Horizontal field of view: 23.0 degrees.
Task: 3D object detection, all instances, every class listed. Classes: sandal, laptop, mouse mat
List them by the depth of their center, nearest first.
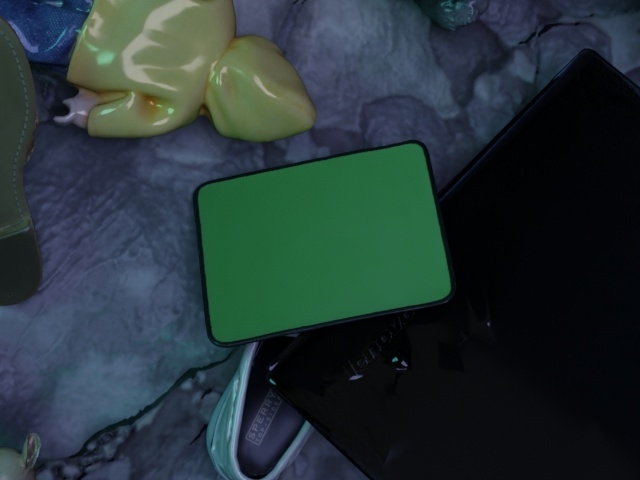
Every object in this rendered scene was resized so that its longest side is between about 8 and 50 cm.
[{"bbox_3d":[-0.249,-0.071,1.153,0.088,0.079,0.240,-8,123,-9],"label":"sandal"},{"bbox_3d":[0.000,0.000,1.191,0.189,0.007,0.153,-11,57,3],"label":"mouse mat"},{"bbox_3d":[0.233,0.143,1.251,0.382,0.236,0.408,-44,133,-16],"label":"laptop"}]

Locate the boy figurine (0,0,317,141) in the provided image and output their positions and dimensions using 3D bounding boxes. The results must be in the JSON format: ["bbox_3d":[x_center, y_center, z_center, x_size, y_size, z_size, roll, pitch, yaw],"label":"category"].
[{"bbox_3d":[-0.132,-0.157,1.186,0.285,0.092,0.177,19,85,-12],"label":"boy figurine"}]

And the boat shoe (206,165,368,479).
[{"bbox_3d":[-0.012,0.066,1.210,0.096,0.088,0.268,29,84,-10],"label":"boat shoe"}]

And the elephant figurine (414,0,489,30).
[{"bbox_3d":[0.114,-0.257,1.164,0.186,0.239,0.169,-37,97,-10],"label":"elephant figurine"}]

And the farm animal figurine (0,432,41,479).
[{"bbox_3d":[-0.276,0.231,1.081,0.172,0.326,0.330,26,87,-46],"label":"farm animal figurine"}]
